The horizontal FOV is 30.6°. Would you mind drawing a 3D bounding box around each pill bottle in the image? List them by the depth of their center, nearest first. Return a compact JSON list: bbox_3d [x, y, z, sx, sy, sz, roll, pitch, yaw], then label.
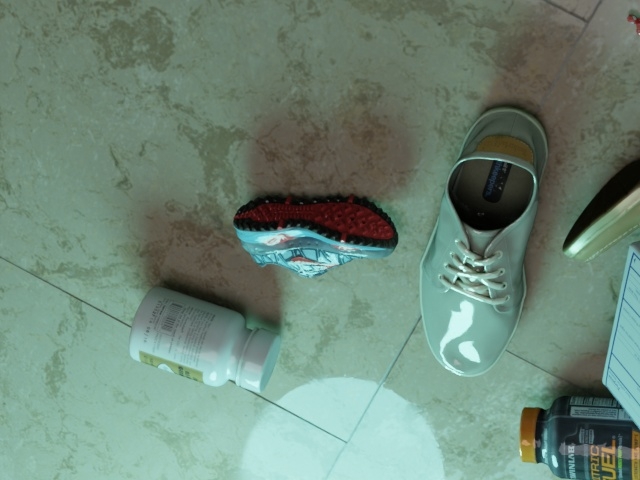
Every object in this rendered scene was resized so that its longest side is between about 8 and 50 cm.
[{"bbox_3d":[0.432,0.307,1.803,0.245,0.130,0.130,1,117,19],"label":"pill bottle"},{"bbox_3d":[-0.190,0.169,1.938,0.229,0.131,0.131,17,121,9],"label":"pill bottle"}]

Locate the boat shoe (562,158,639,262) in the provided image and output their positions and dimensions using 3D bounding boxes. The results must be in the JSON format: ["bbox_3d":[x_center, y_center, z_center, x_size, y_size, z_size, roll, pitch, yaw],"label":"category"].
[{"bbox_3d":[0.479,-0.065,1.594,0.110,0.122,0.341,44,120,-7],"label":"boat shoe"}]

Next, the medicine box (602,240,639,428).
[{"bbox_3d":[0.527,0.168,1.572,0.149,0.263,0.289,-16,133,-15],"label":"medicine box"}]

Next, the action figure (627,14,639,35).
[{"bbox_3d":[0.459,-0.271,1.547,0.115,0.030,0.038,28,127,5],"label":"action figure"}]

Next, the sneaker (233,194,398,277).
[{"bbox_3d":[0.000,0.000,1.821,0.261,0.104,0.125,7,136,20],"label":"sneaker"}]

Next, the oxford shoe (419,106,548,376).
[{"bbox_3d":[0.231,0.022,1.722,0.169,0.130,0.449,14,122,9],"label":"oxford shoe"}]
